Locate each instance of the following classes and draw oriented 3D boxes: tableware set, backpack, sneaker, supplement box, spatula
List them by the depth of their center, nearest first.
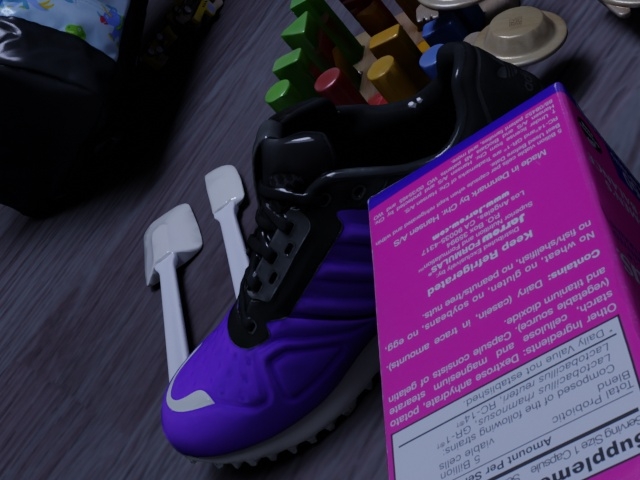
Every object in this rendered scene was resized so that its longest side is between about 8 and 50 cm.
[{"bbox_3d":[0.097,0.057,0.465,0.114,0.111,0.220,-32,34,24],"label":"supplement box"},{"bbox_3d":[0.000,-0.001,0.622,0.293,0.146,0.102,-38,31,15],"label":"sneaker"},{"bbox_3d":[0.142,-0.157,0.704,0.169,0.020,0.141,-23,40,1],"label":"tableware set"},{"bbox_3d":[-0.063,0.006,0.830,0.168,0.019,0.242,-35,33,10],"label":"spatula"},{"bbox_3d":[-0.275,-0.250,1.109,0.290,0.273,0.355,-38,28,59],"label":"backpack"}]

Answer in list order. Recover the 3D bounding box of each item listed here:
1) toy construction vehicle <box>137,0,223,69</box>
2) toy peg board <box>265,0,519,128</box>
[{"bbox_3d":[-0.139,-0.224,1.184,0.086,0.035,0.098,-31,30,46],"label":"toy construction vehicle"},{"bbox_3d":[0.043,-0.127,0.775,0.161,0.079,0.161,-22,39,31],"label":"toy peg board"}]
